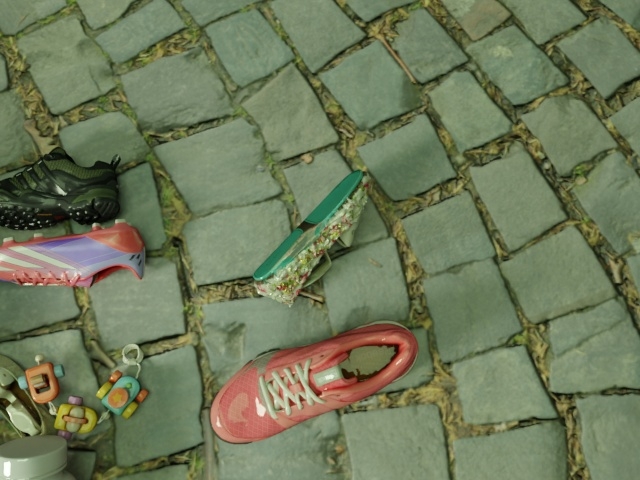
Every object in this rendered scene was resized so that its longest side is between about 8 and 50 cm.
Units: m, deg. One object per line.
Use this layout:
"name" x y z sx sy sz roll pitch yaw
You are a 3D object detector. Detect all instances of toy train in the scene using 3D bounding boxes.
"toy train" -0.329 0.206 0.783 0.166 0.046 0.125 -12 80 -15

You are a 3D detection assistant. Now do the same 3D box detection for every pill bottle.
"pill bottle" -0.371 0.356 0.717 0.112 0.112 0.186 1 91 0

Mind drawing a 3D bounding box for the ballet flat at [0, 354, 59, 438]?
"ballet flat" -0.433 0.221 0.792 0.168 0.052 0.057 42 80 8

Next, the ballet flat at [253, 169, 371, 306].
"ballet flat" 0.000 0.000 0.839 0.241 0.091 0.077 -46 112 -5

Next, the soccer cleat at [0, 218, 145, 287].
"soccer cleat" -0.382 0.035 0.821 0.248 0.083 0.095 -13 83 -6

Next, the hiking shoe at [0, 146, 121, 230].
"hiking shoe" -0.417 -0.082 0.852 0.227 0.086 0.114 -1 65 -6

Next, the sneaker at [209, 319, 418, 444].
"sneaker" -0.011 0.182 0.762 0.314 0.136 0.115 -22 78 -5
